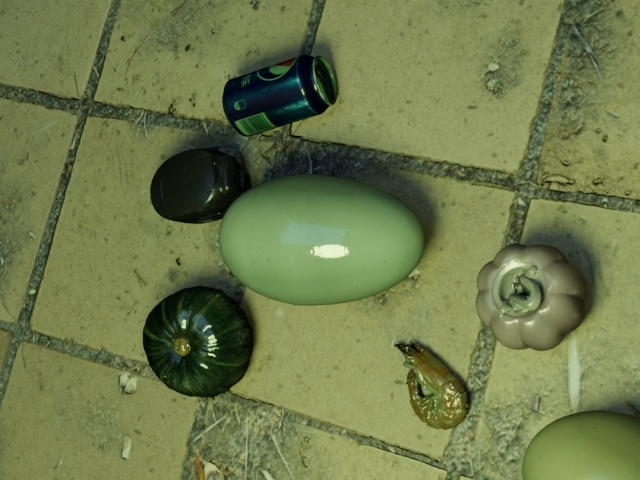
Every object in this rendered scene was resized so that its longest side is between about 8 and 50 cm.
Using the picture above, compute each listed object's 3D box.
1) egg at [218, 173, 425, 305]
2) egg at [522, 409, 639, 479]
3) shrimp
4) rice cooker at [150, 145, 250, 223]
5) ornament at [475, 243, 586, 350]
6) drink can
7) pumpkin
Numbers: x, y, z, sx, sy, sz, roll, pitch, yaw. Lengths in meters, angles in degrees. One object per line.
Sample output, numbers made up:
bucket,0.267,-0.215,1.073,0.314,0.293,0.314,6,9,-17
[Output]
egg,0.000,0.000,1.899,0.371,0.230,0.230,3,80,21
egg,0.427,0.363,1.606,0.269,0.219,0.219,35,95,30
shrimp,0.181,0.243,1.867,0.180,0.041,0.099,51,118,25
rice cooker,-0.226,-0.102,2.099,0.203,0.118,0.142,-10,74,26
ornament,0.331,0.088,1.747,0.177,0.177,0.177,-6,76,26
drink can,-0.077,-0.273,2.062,0.205,0.118,0.118,-14,73,23
pumpkin,-0.224,0.185,2.019,0.211,0.152,0.211,0,91,14
